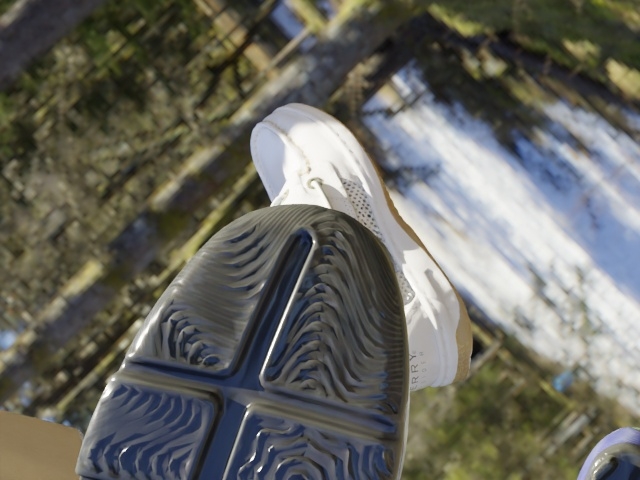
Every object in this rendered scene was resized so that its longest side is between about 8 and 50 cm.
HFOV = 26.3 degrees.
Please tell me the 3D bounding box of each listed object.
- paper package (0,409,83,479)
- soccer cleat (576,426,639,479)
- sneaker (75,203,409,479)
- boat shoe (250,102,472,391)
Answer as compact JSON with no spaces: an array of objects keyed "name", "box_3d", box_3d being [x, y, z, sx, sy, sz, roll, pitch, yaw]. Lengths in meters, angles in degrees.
[{"name":"paper package","box_3d":[-0.308,0.230,0.962,0.309,0.168,0.325,15,-171,-21]},{"name":"soccer cleat","box_3d":[0.248,0.303,1.261,0.093,0.289,0.121,26,-163,16]},{"name":"sneaker","box_3d":[-0.026,0.197,0.819,0.169,0.448,0.257,14,-175,17]},{"name":"boat shoe","box_3d":[0.000,0.000,0.947,0.277,0.096,0.098,-126,27,-43]}]
